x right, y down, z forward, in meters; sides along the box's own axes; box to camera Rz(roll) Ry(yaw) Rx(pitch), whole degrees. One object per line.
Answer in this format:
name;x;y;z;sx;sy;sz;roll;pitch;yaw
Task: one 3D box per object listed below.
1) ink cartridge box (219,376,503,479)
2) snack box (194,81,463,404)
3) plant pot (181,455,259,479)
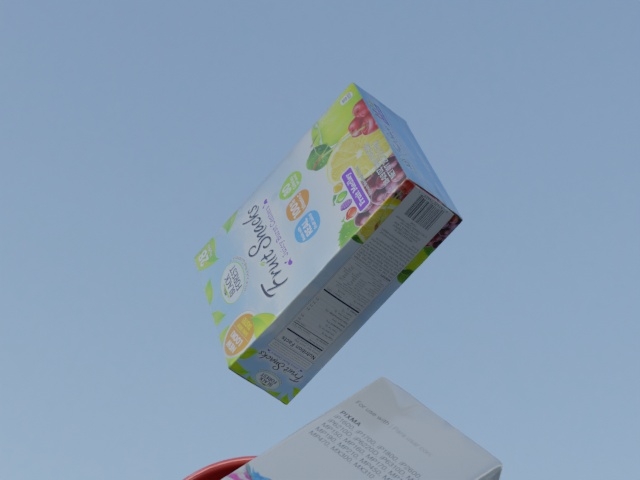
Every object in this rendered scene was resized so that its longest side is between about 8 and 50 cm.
ink cartridge box;-0.024;0.269;1.305;0.131;0.306;0.226;36;-43;32
snack box;0.000;0.000;1.448;0.070;0.174;0.207;34;-74;-28
plant pot;-0.039;0.395;1.920;0.274;0.275;0.243;-3;-29;26
